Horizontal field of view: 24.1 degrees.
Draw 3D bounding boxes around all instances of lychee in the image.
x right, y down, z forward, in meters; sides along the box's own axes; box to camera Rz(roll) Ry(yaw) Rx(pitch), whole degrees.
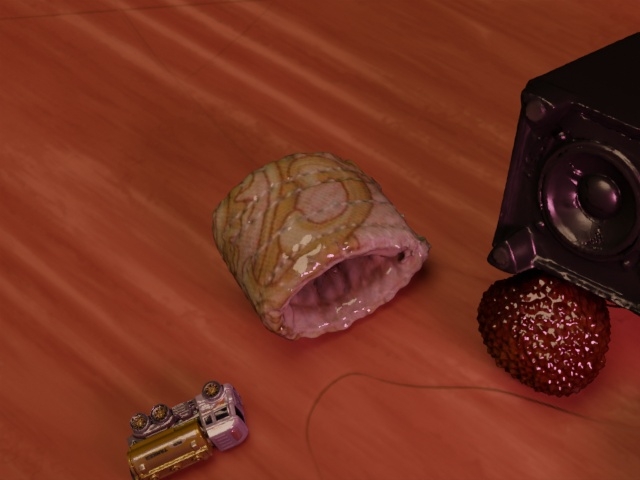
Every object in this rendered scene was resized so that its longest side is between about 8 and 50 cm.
[{"bbox_3d":[0.209,0.081,1.383,0.123,0.123,0.129,-12,62,10],"label":"lychee"}]

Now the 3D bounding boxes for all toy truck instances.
[{"bbox_3d":[-0.131,0.190,1.459,0.123,0.052,0.063,-24,57,2],"label":"toy truck"}]

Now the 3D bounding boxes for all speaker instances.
[{"bbox_3d":[0.308,-0.056,1.341,0.232,0.184,0.254,27,34,31],"label":"speaker"}]

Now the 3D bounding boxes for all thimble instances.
[{"bbox_3d":[0.000,0.000,1.495,0.190,0.137,0.143,-24,52,-13],"label":"thimble"}]
